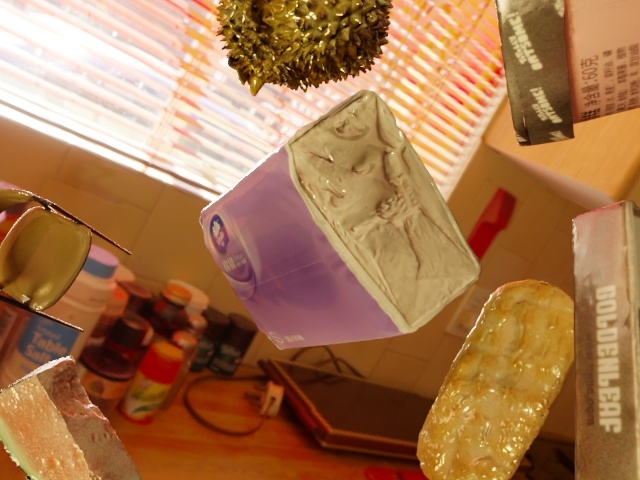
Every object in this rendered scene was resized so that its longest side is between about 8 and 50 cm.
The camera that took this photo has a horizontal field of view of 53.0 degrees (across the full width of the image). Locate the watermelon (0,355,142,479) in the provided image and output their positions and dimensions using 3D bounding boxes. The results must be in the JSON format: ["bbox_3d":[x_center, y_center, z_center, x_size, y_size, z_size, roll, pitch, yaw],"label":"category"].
[{"bbox_3d":[-0.428,0.314,1.059,0.318,0.226,0.148,37,40,29],"label":"watermelon"}]

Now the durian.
[{"bbox_3d":[-0.027,-0.359,0.996,0.293,0.258,0.258,-18,18,-8],"label":"durian"}]

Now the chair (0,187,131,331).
[{"bbox_3d":[-0.446,0.022,1.000,0.172,0.158,0.247,26,-12,11],"label":"chair"}]

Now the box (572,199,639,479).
[{"bbox_3d":[0.292,0.106,0.407,0.325,0.180,0.047,17,-22,-22],"label":"box"}]

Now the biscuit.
[{"bbox_3d":[0.183,0.154,0.669,0.029,0.247,0.118,30,-3,-38],"label":"biscuit"}]

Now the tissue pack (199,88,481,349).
[{"bbox_3d":[0.000,0.000,0.787,0.242,0.160,0.338,57,-27,-5],"label":"tissue pack"}]

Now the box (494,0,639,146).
[{"bbox_3d":[0.160,-0.133,0.325,0.135,0.151,0.151,-8,-7,22],"label":"box"}]
